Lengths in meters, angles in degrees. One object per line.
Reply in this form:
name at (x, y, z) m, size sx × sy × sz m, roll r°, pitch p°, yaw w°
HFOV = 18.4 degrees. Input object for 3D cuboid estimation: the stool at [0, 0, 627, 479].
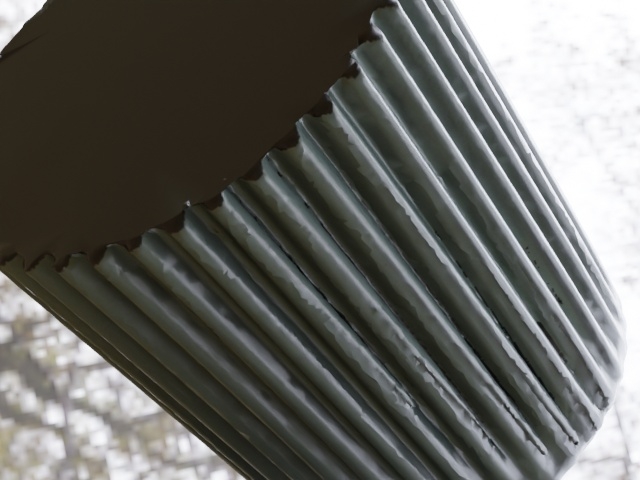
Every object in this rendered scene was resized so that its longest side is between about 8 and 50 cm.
stool at (0.000, 0.000, 1.154) m, size 0.297 × 0.297 × 0.330 m, roll 11°, pitch -32°, yaw 47°
